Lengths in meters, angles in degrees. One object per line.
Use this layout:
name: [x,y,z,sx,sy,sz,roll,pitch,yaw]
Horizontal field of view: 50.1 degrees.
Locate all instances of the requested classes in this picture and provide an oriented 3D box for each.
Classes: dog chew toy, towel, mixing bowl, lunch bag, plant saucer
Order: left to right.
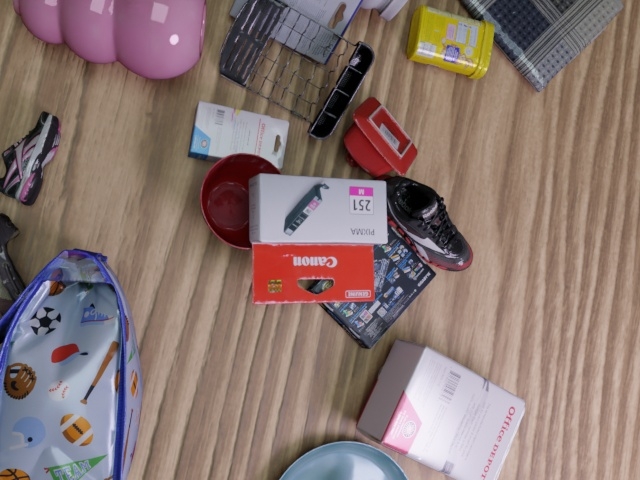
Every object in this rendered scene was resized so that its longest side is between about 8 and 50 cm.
lunch bag: [-0.409,0.206,1.122,0.239,0.328,0.385,6,86,-14]
dog chew toy: [-0.380,-0.410,1.244,0.332,0.206,0.206,7,84,-8]
mixing bowl: [-0.157,-0.071,1.321,0.182,0.098,0.181,2,85,-26]
plant saucer: [0.038,0.558,1.369,0.318,0.044,0.317,1,85,-16]
towel: [0.507,-0.553,1.584,0.324,0.056,0.312,-43,95,-12]

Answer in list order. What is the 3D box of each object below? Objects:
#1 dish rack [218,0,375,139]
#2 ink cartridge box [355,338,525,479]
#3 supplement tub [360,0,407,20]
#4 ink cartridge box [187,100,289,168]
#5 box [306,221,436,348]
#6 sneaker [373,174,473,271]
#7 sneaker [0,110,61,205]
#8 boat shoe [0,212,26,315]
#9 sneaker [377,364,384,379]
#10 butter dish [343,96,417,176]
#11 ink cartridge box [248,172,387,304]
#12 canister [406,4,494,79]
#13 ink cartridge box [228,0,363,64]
dish rack: [-0.056,-0.350,1.349,0.272,0.074,0.208,27,108,-12]
ink cartridge box: [0.245,0.354,1.384,0.283,0.117,0.207,31,78,-21]
supplement tub: [0.080,-0.595,1.384,0.272,0.191,0.191,35,78,-11]
ink cartridge box: [-0.162,-0.201,1.355,0.182,0.061,0.104,10,84,-14]
box: [0.107,0.086,1.417,0.175,0.051,0.220,45,76,-8]
sneaker: [0.222,-0.034,1.416,0.276,0.135,0.097,42,75,-11]
sneaker: [-0.536,-0.158,1.244,0.077,0.072,0.178,18,76,-3]
boat shoe: [-0.579,-0.006,1.207,0.093,0.103,0.285,-13,93,-21]
sneaker: [0.133,0.298,1.417,0.032,0.037,0.083,18,80,-12]
butter dish: [0.104,-0.193,1.409,0.160,0.118,0.160,50,32,-8]
ink cartridge box: [0.000,0.000,1.309,0.275,0.060,0.238,1,84,-27]
canister: [0.281,-0.433,1.492,0.170,0.073,0.126,11,84,-13]
ink cartridge box: [-0.036,-0.487,1.343,0.224,0.223,0.045,26,40,-13]
